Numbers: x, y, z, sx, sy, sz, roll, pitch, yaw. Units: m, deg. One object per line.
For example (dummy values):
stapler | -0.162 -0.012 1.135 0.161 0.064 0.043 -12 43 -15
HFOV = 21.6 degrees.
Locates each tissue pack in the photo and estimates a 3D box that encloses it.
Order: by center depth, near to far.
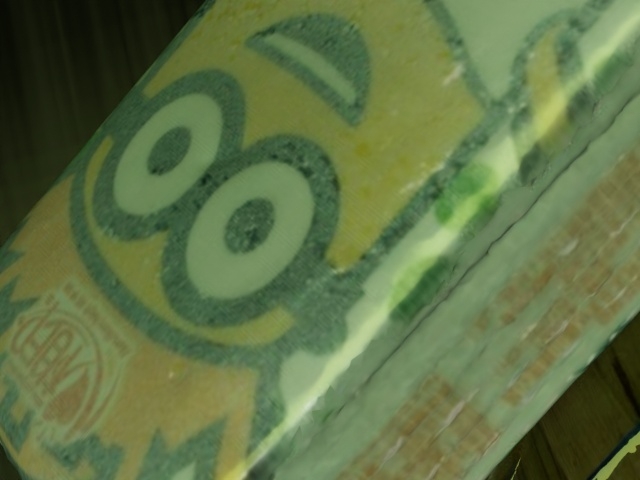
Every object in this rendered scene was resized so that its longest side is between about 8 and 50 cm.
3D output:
tissue pack | 0.000 0.000 0.695 0.311 0.128 0.228 -49 40 1

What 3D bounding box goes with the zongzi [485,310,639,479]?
zongzi | 0.108 0.053 0.722 0.260 0.123 0.289 -28 62 12
